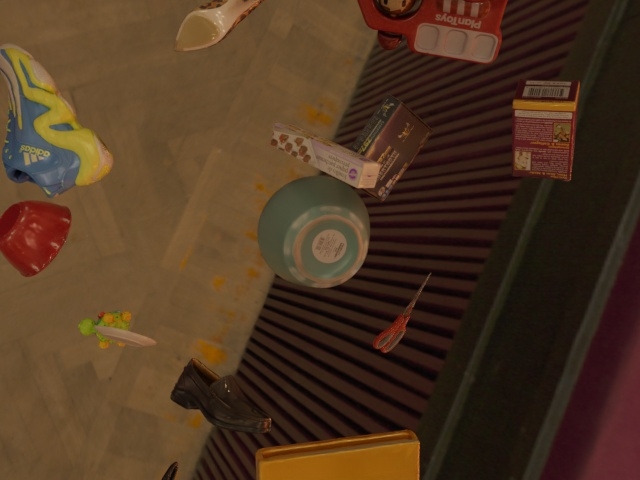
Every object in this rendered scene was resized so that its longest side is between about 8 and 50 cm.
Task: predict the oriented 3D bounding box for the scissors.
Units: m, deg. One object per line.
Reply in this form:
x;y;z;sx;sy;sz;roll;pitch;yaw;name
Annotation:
0.254;0.212;2.076;0.109;0.021;0.297;17;113;-49;scissors

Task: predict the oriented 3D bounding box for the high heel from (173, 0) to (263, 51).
-0.230;-0.542;1.711;0.261;0.186;0.093;-30;106;24;high heel

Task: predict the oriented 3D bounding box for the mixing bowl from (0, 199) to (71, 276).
-0.648;-0.021;1.575;0.098;0.181;0.181;38;78;-43;mixing bowl

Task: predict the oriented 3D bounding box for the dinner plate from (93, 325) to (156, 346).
-0.432;0.214;1.569;0.141;0.141;0.017;20;70;-17;dinner plate

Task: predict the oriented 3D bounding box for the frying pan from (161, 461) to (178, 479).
-0.349;0.618;1.404;0.326;0.053;0.197;-41;133;-54;frying pan

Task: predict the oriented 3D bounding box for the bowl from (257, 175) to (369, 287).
0.000;0.000;1.852;0.311;0.163;0.311;-4;109;-12;bowl

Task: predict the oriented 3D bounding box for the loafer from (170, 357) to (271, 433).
-0.132;0.209;0.953;0.062;0.170;0.061;18;88;-58;loafer

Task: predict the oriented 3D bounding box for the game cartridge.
0.032;0.502;1.255;0.285;0.053;0.324;-3;106;-12;game cartridge

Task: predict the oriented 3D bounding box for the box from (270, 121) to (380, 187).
0.005;-0.211;1.734;0.067;0.324;0.063;-6;117;-44;box

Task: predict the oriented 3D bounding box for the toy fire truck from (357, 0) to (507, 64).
0.201;-0.454;1.309;0.302;0.254;0.169;8;44;1;toy fire truck

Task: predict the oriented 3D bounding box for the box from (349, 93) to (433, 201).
0.162;-0.227;1.794;0.233;0.059;0.183;-55;143;7;box

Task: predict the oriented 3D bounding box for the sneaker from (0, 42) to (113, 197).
-0.393;-0.156;0.954;0.126;0.091;0.240;-39;75;-14;sneaker

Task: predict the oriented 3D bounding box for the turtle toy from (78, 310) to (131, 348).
-0.537;0.215;1.784;0.130;0.066;0.095;0;111;-44;turtle toy

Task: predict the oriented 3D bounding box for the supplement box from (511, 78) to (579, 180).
0.205;-0.101;0.652;0.043;0.055;0.083;-63;152;-43;supplement box
